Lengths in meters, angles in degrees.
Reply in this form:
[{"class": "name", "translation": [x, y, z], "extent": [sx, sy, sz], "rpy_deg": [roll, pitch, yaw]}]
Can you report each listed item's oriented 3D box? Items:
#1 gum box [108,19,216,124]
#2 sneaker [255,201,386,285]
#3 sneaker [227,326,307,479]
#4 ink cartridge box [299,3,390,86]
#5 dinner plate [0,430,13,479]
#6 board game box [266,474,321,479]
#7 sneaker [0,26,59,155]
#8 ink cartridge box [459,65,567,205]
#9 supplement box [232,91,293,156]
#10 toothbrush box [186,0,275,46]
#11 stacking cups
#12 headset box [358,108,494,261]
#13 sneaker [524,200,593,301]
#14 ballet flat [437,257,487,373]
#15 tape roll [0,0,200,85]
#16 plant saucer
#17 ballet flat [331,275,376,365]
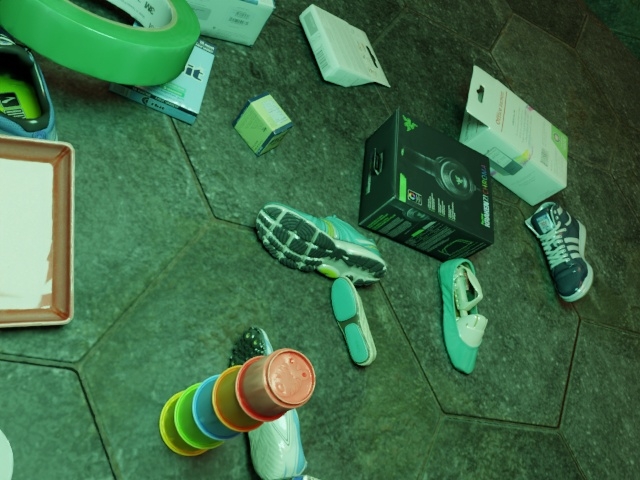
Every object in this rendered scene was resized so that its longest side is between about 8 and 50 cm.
[{"class": "gum box", "translation": [-0.290, -0.325, 1.039], "extent": [0.157, 0.041, 0.184], "rpy_deg": [20, 57, -22]}, {"class": "sneaker", "translation": [0.000, 0.000, 1.042], "extent": [0.276, 0.107, 0.109], "rpy_deg": [25, 35, -26]}, {"class": "sneaker", "translation": [-0.081, 0.250, 0.858], "extent": [0.086, 0.085, 0.237], "rpy_deg": [20, 48, -55]}, {"class": "ink cartridge box", "translation": [0.062, -0.455, 1.349], "extent": [0.225, 0.056, 0.180], "rpy_deg": [0, 64, -54]}, {"class": "dinner plate", "translation": [-0.437, 0.272, 0.644], "extent": [0.141, 0.017, 0.141], "rpy_deg": [16, 57, -26]}, {"class": "board game box", "translation": [-0.054, 0.419, 0.639], "extent": [0.141, 0.291, 0.231], "rpy_deg": [28, 54, -19]}, {"class": "sneaker", "translation": [-0.478, -0.267, 0.817], "extent": [0.130, 0.147, 0.329], "rpy_deg": [-29, 83, -40]}, {"class": "ink cartridge box", "translation": [0.491, -0.278, 1.478], "extent": [0.354, 0.119, 0.207], "rpy_deg": [32, 53, -17]}, {"class": "supplement box", "translation": [-0.112, -0.225, 1.076], "extent": [0.083, 0.083, 0.056], "rpy_deg": [52, 50, 1]}, {"class": "toothbrush box", "translation": [-0.236, -0.579, 1.155], "extent": [0.217, 0.126, 0.295], "rpy_deg": [3, 63, -32]}, {"class": "stacking cups", "translation": [-0.114, 0.210, 0.694], "extent": [0.096, 0.316, 0.095], "rpy_deg": [14, 61, -26]}, {"class": "headset box", "translation": [0.224, -0.117, 1.210], "extent": [0.283, 0.131, 0.246], "rpy_deg": [23, 55, -21]}, {"class": "sneaker", "translation": [0.600, 0.017, 1.406], "extent": [0.153, 0.099, 0.282], "rpy_deg": [38, 44, -17]}, {"class": "ballet flat", "translation": [0.298, 0.146, 1.149], "extent": [0.083, 0.087, 0.247], "rpy_deg": [13, 60, -28]}, {"class": "tape roll", "translation": [-0.358, -0.379, 0.890], "extent": [0.322, 0.077, 0.321], "rpy_deg": [24, 37, -20]}, {"class": "plant saucer", "translation": [-0.465, -0.014, 0.725], "extent": [0.259, 0.048, 0.258], "rpy_deg": [2, 81, -33]}, {"class": "ballet flat", "translation": [0.061, 0.149, 1.024], "extent": [0.052, 0.057, 0.168], "rpy_deg": [13, 59, -60]}]
